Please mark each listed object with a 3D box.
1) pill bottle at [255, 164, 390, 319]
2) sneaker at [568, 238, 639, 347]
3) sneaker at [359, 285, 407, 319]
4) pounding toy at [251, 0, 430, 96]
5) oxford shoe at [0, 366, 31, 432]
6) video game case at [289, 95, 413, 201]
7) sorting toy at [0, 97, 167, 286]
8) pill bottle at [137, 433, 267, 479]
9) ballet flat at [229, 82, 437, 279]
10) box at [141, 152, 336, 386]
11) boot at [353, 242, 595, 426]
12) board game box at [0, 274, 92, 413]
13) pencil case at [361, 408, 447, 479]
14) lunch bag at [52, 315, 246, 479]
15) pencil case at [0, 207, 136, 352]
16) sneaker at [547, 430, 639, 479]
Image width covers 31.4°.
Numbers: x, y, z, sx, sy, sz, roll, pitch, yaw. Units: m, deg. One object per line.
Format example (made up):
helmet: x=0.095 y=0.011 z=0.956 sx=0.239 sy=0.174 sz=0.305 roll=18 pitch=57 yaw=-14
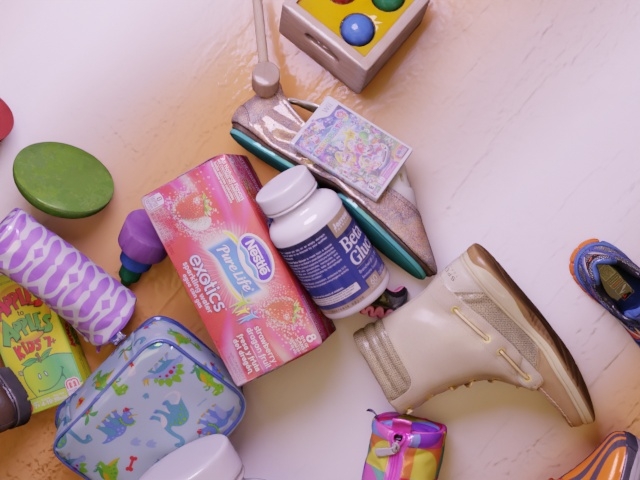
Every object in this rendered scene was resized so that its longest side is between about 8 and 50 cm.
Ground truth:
pill bottle: x=0.000 y=0.000 z=1.316 sx=0.094 sy=0.094 sz=0.169 roll=-32 pitch=110 yaw=8
sneaker: x=0.386 y=0.086 z=1.343 sx=0.221 sy=0.087 sz=0.083 roll=37 pitch=98 yaw=4
sneaker: x=0.054 y=0.063 z=1.408 sx=0.119 sy=0.047 sz=0.057 roll=16 pitch=88 yaw=-8
pounding toy: x=-0.005 y=-0.258 z=1.340 sx=0.181 sy=0.094 sz=0.206 roll=39 pitch=77 yaw=4
oxford shoe: x=-0.470 y=0.158 z=1.442 sx=0.227 sy=0.096 sz=0.083 roll=41 pitch=125 yaw=21
video game case: x=0.037 y=-0.109 z=1.340 sx=0.122 sy=0.011 sz=0.087 roll=33 pitch=61 yaw=7
sorting toy: x=-0.361 y=-0.054 z=1.448 sx=0.365 sy=0.127 sz=0.126 roll=32 pitch=126 yaw=2
pill bottle: x=-0.090 y=0.397 z=1.355 sx=0.176 sy=0.176 sz=0.319 roll=-28 pitch=101 yaw=8
ballet flat: x=0.036 y=-0.084 z=1.377 sx=0.316 sy=0.107 sz=0.106 roll=38 pitch=81 yaw=3
box: x=-0.096 y=0.032 z=1.385 sx=0.122 sy=0.128 sz=0.257 roll=-27 pitch=89 yaw=9
boot: x=0.186 y=0.158 z=1.366 sx=0.203 sy=0.095 sz=0.262 roll=-37 pitch=105 yaw=14
board game box: x=-0.366 y=0.125 z=1.470 sx=0.092 sy=0.043 sz=0.181 roll=-20 pitch=90 yaw=9
pencil case: x=0.087 y=0.323 z=1.393 sx=0.104 sy=0.104 sz=0.236 roll=10 pitch=96 yaw=7
lunch bag: x=-0.209 y=0.218 z=1.412 sx=0.176 sy=0.090 sz=0.219 roll=40 pitch=100 yaw=-21
pencil case: x=-0.324 y=0.049 z=1.412 sx=0.206 sy=0.086 sz=0.088 roll=41 pitch=107 yaw=-17
sneaker: x=0.242 y=0.340 z=1.359 sx=0.180 sy=0.124 sz=0.321 roll=30 pitch=97 yaw=4
